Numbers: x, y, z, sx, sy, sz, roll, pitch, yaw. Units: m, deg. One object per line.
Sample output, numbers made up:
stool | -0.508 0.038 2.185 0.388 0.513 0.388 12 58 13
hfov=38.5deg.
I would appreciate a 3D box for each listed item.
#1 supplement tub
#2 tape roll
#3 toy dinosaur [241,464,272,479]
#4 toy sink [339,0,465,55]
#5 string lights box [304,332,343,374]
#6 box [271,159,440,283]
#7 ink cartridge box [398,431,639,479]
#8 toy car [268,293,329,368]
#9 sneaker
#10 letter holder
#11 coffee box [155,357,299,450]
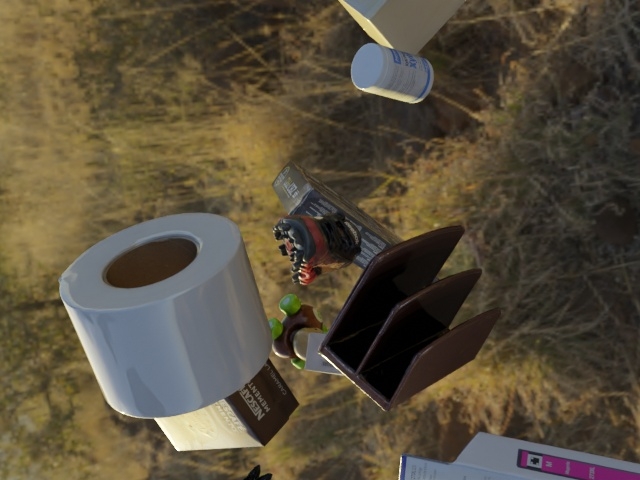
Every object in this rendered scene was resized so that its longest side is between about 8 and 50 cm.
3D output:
supplement tub | 0.106 -0.243 1.335 0.071 0.107 0.071 -9 78 49
tape roll | -0.200 0.094 1.215 0.246 0.246 0.169 31 142 54
toy dinosaur | -0.090 0.517 1.597 0.164 0.322 0.218 56 180 31
toy sink | 0.161 -0.463 1.615 0.234 0.153 0.131 -47 53 7
string lights box | 0.052 0.231 1.860 0.259 0.134 0.076 46 -129 -82
box | 0.081 -0.021 2.181 0.097 0.395 0.318 -53 19 6
ink cartridge box | 0.279 0.325 1.104 0.069 0.371 0.175 -72 -14 -46
toy car | -0.019 0.233 2.201 0.188 0.149 0.155 11 149 52
sneaker | 0.000 0.000 1.484 0.276 0.135 0.097 81 166 -79
letter holder | 0.176 0.110 1.485 0.152 0.302 0.214 39 119 23
coffee box | -0.169 0.245 1.445 0.247 0.098 0.141 -18 110 48
